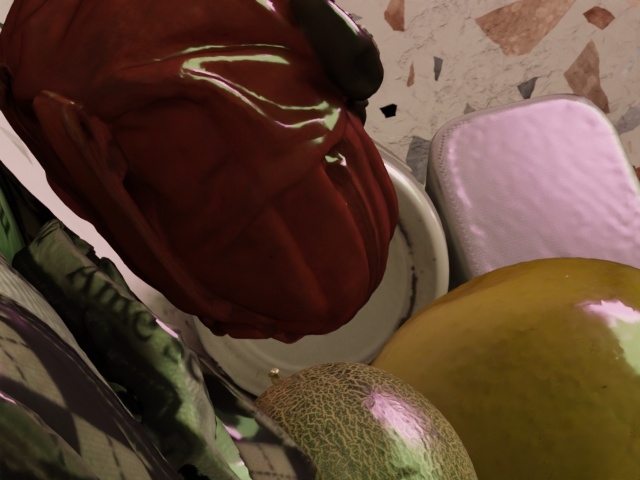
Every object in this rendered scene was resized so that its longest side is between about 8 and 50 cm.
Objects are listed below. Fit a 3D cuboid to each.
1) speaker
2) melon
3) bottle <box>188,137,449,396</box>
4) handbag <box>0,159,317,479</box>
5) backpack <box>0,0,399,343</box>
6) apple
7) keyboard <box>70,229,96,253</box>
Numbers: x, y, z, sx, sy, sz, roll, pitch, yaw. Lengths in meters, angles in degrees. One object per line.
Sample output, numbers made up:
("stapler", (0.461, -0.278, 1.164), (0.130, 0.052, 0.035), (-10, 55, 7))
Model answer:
("speaker", (0.216, 0.093, 1.305), (0.184, 0.183, 0.406), (96, -22, -65))
("melon", (0.019, 0.147, 0.873), (0.139, 0.139, 0.192), (27, 20, -54))
("bottle", (0.000, 0.000, 1.285), (0.229, 0.229, 0.352), (39, 9, -2))
("handbag", (-0.085, 0.116, 0.575), (0.317, 0.180, 0.416), (45, 1, -22))
("backpack", (-0.057, -0.038, 0.721), (0.229, 0.139, 0.229), (31, -27, 18))
("apple", (0.170, 0.152, 1.025), (0.292, 0.254, 0.292), (35, 35, -29))
("keyboard", (-0.265, -0.051, 1.073), (0.250, 0.017, 0.087), (38, 8, -15))
